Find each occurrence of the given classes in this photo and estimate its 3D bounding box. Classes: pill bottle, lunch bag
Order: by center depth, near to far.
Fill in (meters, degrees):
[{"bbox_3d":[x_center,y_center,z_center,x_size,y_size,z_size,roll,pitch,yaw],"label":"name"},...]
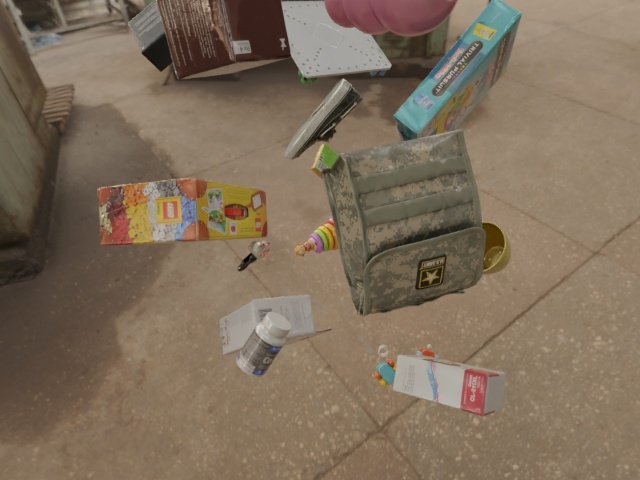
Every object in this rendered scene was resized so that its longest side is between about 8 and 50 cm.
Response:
[{"bbox_3d":[0.152,-0.022,0.776,0.235,0.288,0.169,-13,1,-14],"label":"lunch bag"},{"bbox_3d":[-0.128,0.237,1.008,0.078,0.137,0.078,30,14,-8],"label":"pill bottle"}]

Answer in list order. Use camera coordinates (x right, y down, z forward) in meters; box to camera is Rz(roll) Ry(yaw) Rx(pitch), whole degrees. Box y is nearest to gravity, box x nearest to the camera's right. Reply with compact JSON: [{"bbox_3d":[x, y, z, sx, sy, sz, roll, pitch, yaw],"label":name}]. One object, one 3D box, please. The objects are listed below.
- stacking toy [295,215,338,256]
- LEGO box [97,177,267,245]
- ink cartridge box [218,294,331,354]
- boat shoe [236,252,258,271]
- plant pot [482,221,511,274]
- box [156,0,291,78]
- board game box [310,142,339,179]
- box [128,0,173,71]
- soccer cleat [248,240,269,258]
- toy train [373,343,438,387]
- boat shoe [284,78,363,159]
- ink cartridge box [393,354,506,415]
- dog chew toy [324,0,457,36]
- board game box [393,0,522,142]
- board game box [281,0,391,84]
[{"bbox_3d":[0.000,0.000,2.180,0.301,0.175,0.165,-24,10,-29],"label":"stacking toy"},{"bbox_3d":[-0.461,-0.091,1.579,0.371,0.194,0.500,-3,1,18],"label":"LEGO box"},{"bbox_3d":[-0.156,0.282,1.466,0.271,0.309,0.130,0,71,-34],"label":"ink cartridge box"},{"bbox_3d":[-0.340,0.097,2.010,0.133,0.042,0.049,-35,40,27],"label":"boat shoe"},{"bbox_3d":[0.426,0.031,1.112,0.095,0.134,0.134,25,26,-37],"label":"plant pot"},{"bbox_3d":[-0.202,-0.449,0.928,0.203,0.167,0.168,4,23,38],"label":"box"},{"bbox_3d":[0.078,-0.264,1.780,0.039,0.259,0.124,-13,49,51],"label":"board game box"},{"bbox_3d":[-0.489,-0.722,1.465,0.261,0.103,0.184,-34,59,8],"label":"box"},{"bbox_3d":[-0.249,0.033,1.720,0.076,0.068,0.196,1,5,3],"label":"soccer cleat"},{"bbox_3d":[0.206,0.311,1.098,0.166,0.125,0.046,11,-2,-15],"label":"toy train"},{"bbox_3d":[0.005,-0.257,0.996,0.219,0.070,0.078,-45,24,20],"label":"boat shoe"},{"bbox_3d":[0.245,0.270,0.839,0.174,0.127,0.073,4,80,37],"label":"ink cartridge box"},{"bbox_3d":[0.140,-0.559,0.981,0.206,0.207,0.331,-37,35,-31],"label":"dog chew toy"},{"bbox_3d":[0.332,-0.368,1.084,0.079,0.253,0.336,43,96,16],"label":"board game box"},{"bbox_3d":[0.022,-0.763,1.676,0.389,0.050,0.390,-17,69,-27],"label":"board game box"}]
